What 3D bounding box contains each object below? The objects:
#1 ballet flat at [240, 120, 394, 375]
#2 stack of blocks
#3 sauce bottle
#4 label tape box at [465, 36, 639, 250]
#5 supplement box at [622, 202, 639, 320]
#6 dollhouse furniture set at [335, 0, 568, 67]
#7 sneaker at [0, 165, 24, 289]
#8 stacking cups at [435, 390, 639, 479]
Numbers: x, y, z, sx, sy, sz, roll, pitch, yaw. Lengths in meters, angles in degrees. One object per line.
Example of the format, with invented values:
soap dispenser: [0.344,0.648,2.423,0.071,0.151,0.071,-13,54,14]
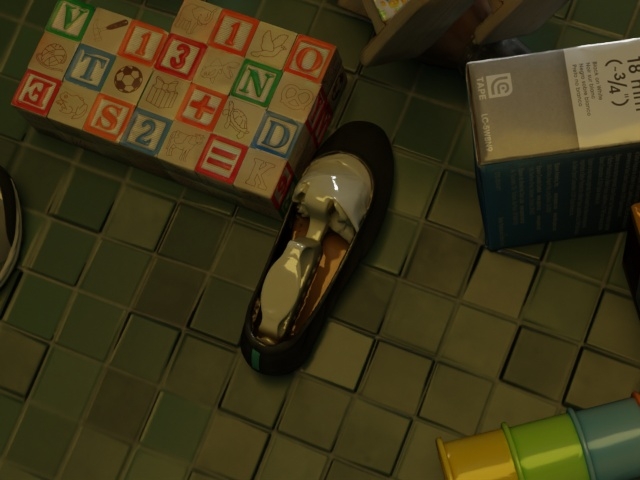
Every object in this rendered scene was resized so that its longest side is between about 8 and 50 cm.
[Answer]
ballet flat: [0.000,0.000,1.404,0.095,0.096,0.281,18,78,13]
stack of blocks: [-0.143,-0.154,1.473,0.297,0.087,0.171,20,78,13]
sauce bottle: [0.097,-0.255,1.456,0.111,0.111,0.344,-43,75,-5]
label tape box: [0.307,-0.093,1.310,0.333,0.241,0.106,-8,72,6]
supplement box: [0.383,0.031,1.285,0.191,0.194,0.129,-15,72,4]
dollhouse furniture set: [0.180,-0.403,1.316,0.394,0.256,0.362,-14,76,-28]
sneaker: [-0.387,0.040,1.446,0.100,0.108,0.272,21,77,15]
stacking cups: [0.268,0.186,1.325,0.316,0.096,0.096,-15,73,-1]
